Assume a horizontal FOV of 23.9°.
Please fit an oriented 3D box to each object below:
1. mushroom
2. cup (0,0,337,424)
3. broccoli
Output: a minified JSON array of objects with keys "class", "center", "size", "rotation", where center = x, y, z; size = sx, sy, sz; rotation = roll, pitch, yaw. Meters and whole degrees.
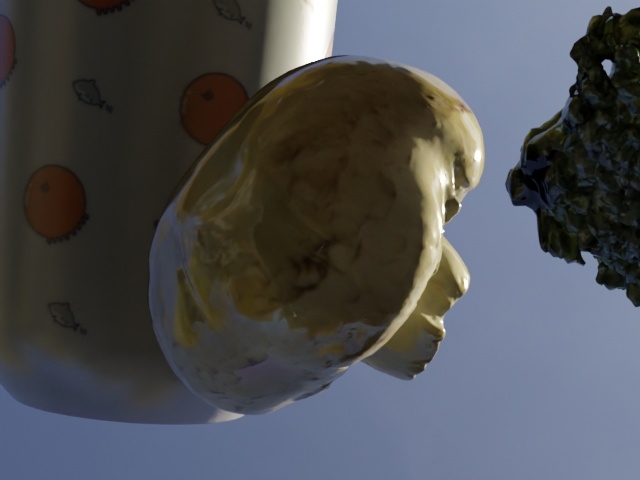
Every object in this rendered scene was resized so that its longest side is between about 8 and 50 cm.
[{"class":"mushroom","center":[0.000,0.000,0.559],"size":[0.112,0.148,0.148],"rotation":[31,-128,-7]},{"class":"cup","center":[-0.105,-0.056,0.929],"size":[0.212,0.212,0.317],"rotation":[5,-87,-11]},{"class":"broccoli","center":[0.227,-0.109,0.851],"size":[0.145,0.165,0.304],"rotation":[28,-118,6]}]
